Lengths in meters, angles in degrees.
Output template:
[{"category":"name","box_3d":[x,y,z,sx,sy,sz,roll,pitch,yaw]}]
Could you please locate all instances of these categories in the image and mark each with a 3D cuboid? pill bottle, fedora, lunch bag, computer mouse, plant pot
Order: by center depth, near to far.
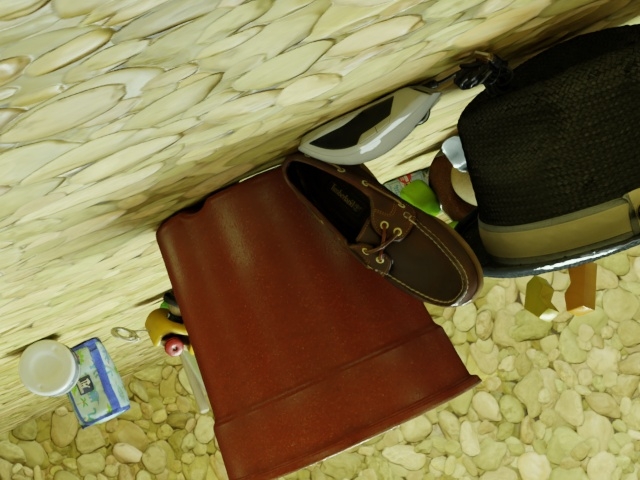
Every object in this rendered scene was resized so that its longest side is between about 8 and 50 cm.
[{"category":"computer mouse","box_3d":[0.073,-0.105,1.277,0.193,0.042,0.106,-25,176,14]},{"category":"fedora","box_3d":[0.247,-0.100,1.353,0.334,0.152,0.334,-23,-165,6]},{"category":"plant pot","box_3d":[-0.021,0.072,1.457,0.272,0.265,0.272,-24,175,-2]},{"category":"pill bottle","box_3d":[-0.377,0.180,2.092,0.078,0.078,0.137,-23,176,-7]},{"category":"lunch bag","box_3d":[-0.368,0.232,2.430,0.096,0.128,0.151,-22,176,-25]}]

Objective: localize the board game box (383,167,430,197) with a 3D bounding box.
[{"category":"board game box","box_3d":[0.143,-0.062,2.046,0.194,0.060,0.194,-24,176,0]}]

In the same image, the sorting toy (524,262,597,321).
[{"category":"sorting toy","box_3d":[0.296,-0.035,1.841,0.041,0.307,0.229,22,152,-28]}]

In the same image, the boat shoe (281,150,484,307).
[{"category":"boat shoe","box_3d":[0.050,-0.010,1.315,0.073,0.207,0.073,-59,159,19]}]

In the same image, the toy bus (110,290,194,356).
[{"category":"toy bus","box_3d":[-0.169,0.111,2.171,0.202,0.191,0.104,-16,128,-65]}]

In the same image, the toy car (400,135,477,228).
[{"category":"toy car","box_3d":[0.186,-0.089,1.756,0.155,0.149,0.188,-33,151,-11]}]

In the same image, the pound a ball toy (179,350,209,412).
[{"category":"pound a ball toy","box_3d":[-0.133,0.205,2.432,0.136,0.319,0.208,-24,161,-27]}]
